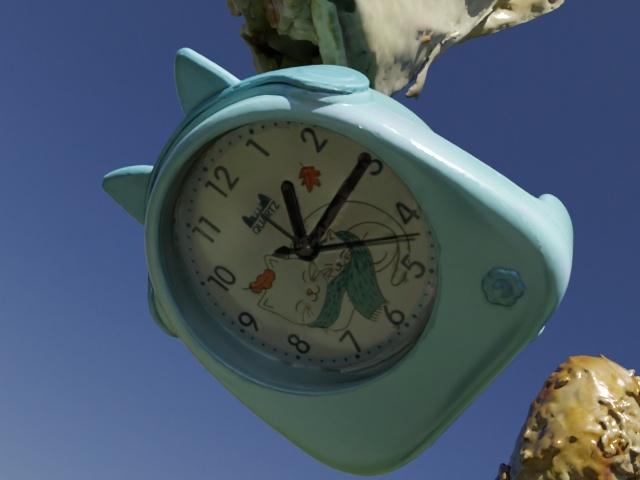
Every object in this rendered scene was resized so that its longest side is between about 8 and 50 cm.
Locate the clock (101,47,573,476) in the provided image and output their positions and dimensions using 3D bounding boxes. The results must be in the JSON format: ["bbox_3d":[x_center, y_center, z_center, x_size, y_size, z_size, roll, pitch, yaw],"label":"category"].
[{"bbox_3d":[0.000,0.000,0.579,0.274,0.094,0.223,40,-63,1],"label":"clock"}]

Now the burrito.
[{"bbox_3d":[0.082,-0.229,0.716,0.135,0.332,0.190,14,-50,46],"label":"burrito"}]

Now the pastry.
[{"bbox_3d":[0.315,0.298,1.095,0.162,0.311,0.255,28,4,36],"label":"pastry"}]
